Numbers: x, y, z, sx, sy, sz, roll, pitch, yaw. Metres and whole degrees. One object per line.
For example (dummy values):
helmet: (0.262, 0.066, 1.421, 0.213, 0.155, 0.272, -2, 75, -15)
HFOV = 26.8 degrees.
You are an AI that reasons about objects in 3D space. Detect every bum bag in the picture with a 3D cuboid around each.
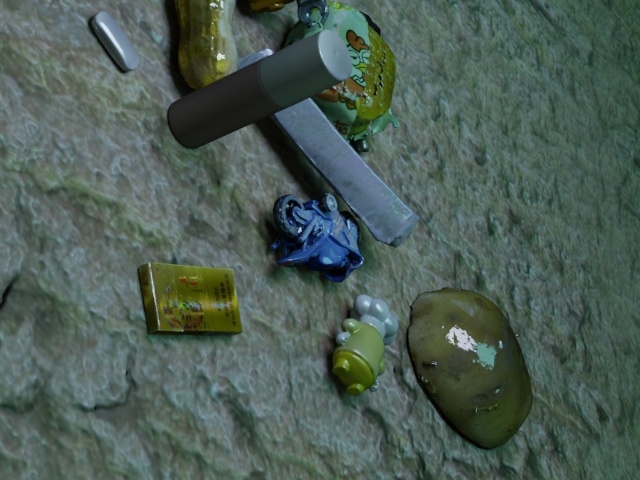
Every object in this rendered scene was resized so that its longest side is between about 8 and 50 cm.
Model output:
bum bag: (0.077, -0.321, 2.192, 0.057, 0.034, 0.124, 21, 55, -32)

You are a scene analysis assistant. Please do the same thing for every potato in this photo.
potato: (0.265, 0.188, 2.132, 0.299, 0.116, 0.239, 50, 34, -29)

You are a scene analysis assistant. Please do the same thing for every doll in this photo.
doll: (0.062, 0.147, 1.906, 0.106, 0.062, 0.162, 58, 36, -24)

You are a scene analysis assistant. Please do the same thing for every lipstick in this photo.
lipstick: (-0.080, -0.190, 1.705, 0.070, 0.254, 0.070, 30, 50, -44)

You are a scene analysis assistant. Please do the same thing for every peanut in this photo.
peanut: (-0.153, -0.293, 1.808, 0.087, 0.087, 0.207, 18, 59, -49)

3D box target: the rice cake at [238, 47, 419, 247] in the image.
rice cake: (0.006, -0.133, 1.922, 0.365, 0.072, 0.056, 47, -1, -15)

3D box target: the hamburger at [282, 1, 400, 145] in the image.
hamburger: (0.044, -0.240, 2.018, 0.235, 0.125, 0.214, 40, 52, -17)

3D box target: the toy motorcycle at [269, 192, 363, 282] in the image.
toy motorcycle: (0.000, 0.000, 1.887, 0.205, 0.076, 0.114, 13, 66, -55)

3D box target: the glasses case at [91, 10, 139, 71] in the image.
glasses case: (-0.259, -0.252, 1.695, 0.083, 0.021, 0.032, 55, 39, -20)

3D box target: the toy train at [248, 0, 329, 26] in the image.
toy train: (-0.079, -0.512, 1.896, 0.249, 0.178, 0.429, -16, 90, -73)

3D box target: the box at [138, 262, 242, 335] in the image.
box: (-0.159, 0.074, 1.667, 0.156, 0.022, 0.089, 9, 65, -52)

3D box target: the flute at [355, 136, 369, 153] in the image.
flute: (0.038, -0.248, 2.108, 0.027, 0.027, 0.233, -5, 77, -55)
